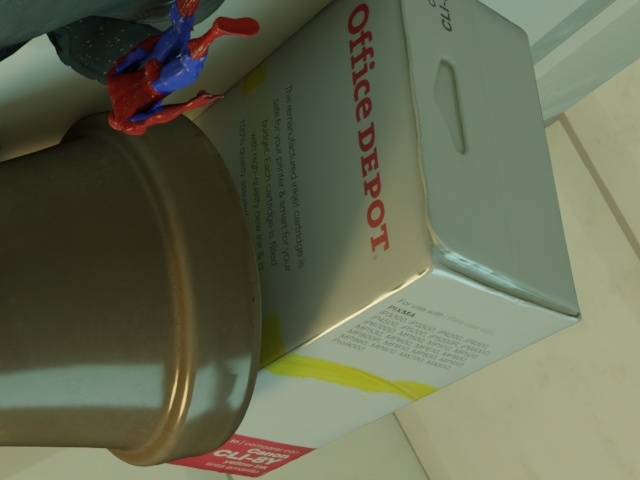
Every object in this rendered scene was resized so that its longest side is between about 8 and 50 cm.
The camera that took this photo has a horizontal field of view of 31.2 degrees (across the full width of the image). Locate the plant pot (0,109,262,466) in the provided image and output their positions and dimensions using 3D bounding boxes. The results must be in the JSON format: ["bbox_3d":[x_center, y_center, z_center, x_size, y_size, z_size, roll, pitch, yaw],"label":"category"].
[{"bbox_3d":[-0.202,0.040,0.794,0.229,0.263,0.263,-6,161,-34],"label":"plant pot"}]

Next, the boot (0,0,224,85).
[{"bbox_3d":[-0.056,-0.167,0.439,0.223,0.118,0.338,-32,-177,11],"label":"boot"}]

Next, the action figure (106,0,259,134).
[{"bbox_3d":[-0.062,-0.072,0.476,0.030,0.038,0.115,-12,168,-39],"label":"action figure"}]

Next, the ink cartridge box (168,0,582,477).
[{"bbox_3d":[0.000,0.000,0.938,0.160,0.279,0.385,20,142,-35],"label":"ink cartridge box"}]
